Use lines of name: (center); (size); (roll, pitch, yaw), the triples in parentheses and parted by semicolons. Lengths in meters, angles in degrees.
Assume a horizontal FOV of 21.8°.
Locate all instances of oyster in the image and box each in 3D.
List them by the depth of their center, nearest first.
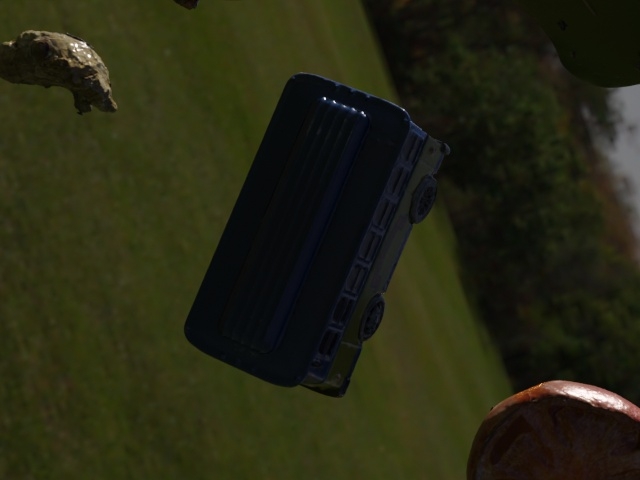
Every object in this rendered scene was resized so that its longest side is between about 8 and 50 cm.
oyster: (-0.203, -0.120, 1.260); (0.038, 0.083, 0.080); (-91, 164, -61)

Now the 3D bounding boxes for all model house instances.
model house: (0.332, -0.326, 1.886); (0.294, 0.207, 0.154); (43, 55, -37)

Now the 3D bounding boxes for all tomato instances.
tomato: (0.291, 0.262, 1.981); (0.095, 0.237, 0.236); (-90, 161, -66)

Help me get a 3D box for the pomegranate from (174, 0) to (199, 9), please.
pomegranate: (-0.148, -0.420, 2.193); (0.248, 0.248, 0.248); (-18, 90, -85)

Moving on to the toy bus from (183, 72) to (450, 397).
toy bus: (0.000, 0.000, 1.638); (0.287, 0.138, 0.175); (-67, 158, -1)
